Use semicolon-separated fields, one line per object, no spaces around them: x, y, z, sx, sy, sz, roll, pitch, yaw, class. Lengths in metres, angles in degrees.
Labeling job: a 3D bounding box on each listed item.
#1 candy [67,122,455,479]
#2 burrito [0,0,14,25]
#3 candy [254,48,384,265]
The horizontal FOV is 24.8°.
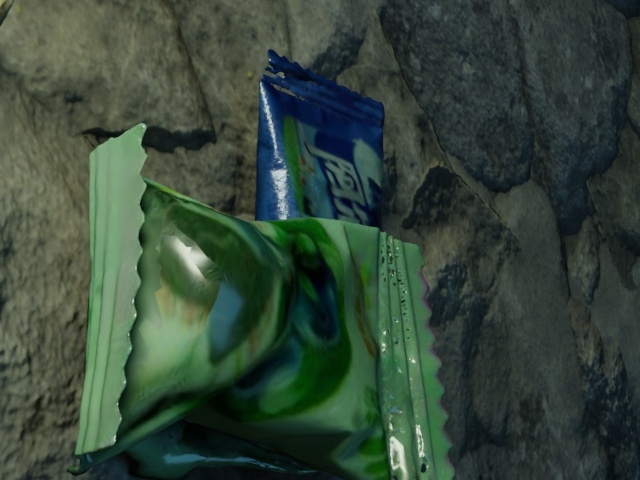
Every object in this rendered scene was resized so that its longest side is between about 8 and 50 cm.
-0.032;0.080;1.198;0.398;0.172;0.263;14;68;-37;candy
-0.282;-0.115;1.004;0.063;0.058;0.229;57;33;-28;burrito
0.000;0.000;1.382;0.187;0.077;0.331;15;71;-50;candy
